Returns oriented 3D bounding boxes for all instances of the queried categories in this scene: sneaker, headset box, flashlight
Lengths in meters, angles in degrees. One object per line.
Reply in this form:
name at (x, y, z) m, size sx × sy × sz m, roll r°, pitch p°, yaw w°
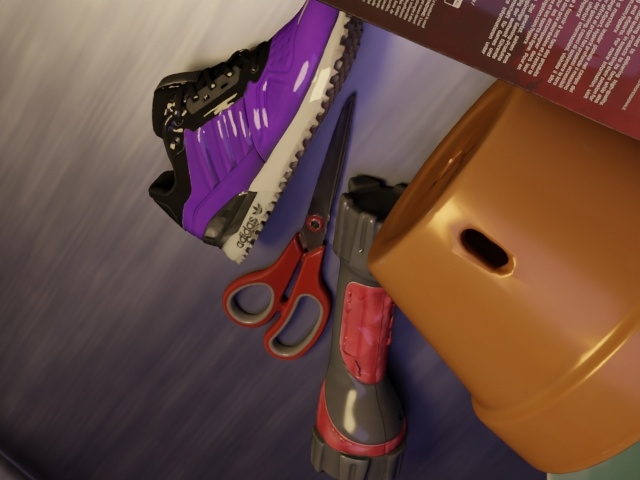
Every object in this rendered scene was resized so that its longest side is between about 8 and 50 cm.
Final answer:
sneaker at (-0.074, -0.118, 0.859) m, size 0.146 × 0.102 × 0.293 m, roll 29°, pitch 121°, yaw -2°
headset box at (0.158, -0.194, 0.693) m, size 0.293 × 0.218 × 0.110 m, roll 24°, pitch 122°, yaw 1°
flashlight at (0.050, 0.099, 0.945) m, size 0.103 × 0.103 × 0.304 m, roll 12°, pitch 121°, yaw 9°

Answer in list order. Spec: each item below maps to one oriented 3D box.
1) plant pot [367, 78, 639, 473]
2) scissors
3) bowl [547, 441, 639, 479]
plant pot at (0.174, 0.000, 0.755) m, size 0.203 × 0.291 × 0.291 m, roll 37°, pitch 120°, yaw -5°
scissors at (0.000, 0.000, 0.956) m, size 0.109 × 0.021 × 0.297 m, roll 32°, pitch 119°, yaw -2°
bowl at (0.346, 0.192, 0.837) m, size 0.163 × 0.311 × 0.311 m, roll 14°, pitch 122°, yaw -17°
